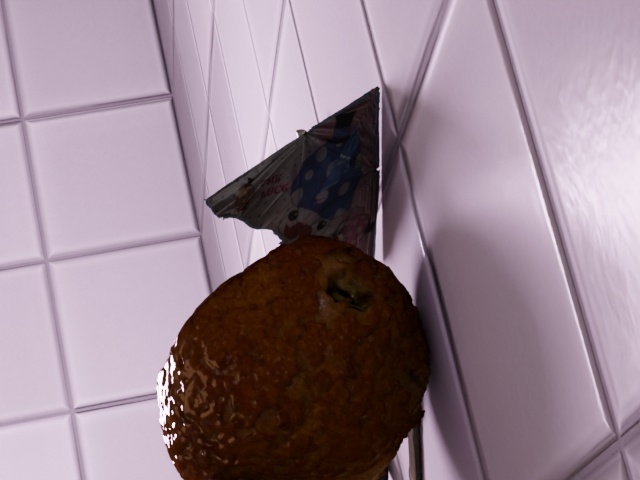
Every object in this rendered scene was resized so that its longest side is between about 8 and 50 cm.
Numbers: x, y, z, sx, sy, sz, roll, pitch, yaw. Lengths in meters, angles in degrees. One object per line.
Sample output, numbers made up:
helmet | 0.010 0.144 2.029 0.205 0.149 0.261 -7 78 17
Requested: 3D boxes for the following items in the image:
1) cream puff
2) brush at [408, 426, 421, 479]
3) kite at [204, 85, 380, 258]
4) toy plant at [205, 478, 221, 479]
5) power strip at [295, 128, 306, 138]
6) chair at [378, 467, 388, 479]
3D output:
cream puff | -0.012 0.154 1.531 0.212 0.303 0.303 44 153 27
brush | 0.092 0.203 1.680 0.034 0.028 0.190 -110 12 -56
kite | -0.017 -0.017 1.580 0.011 0.314 0.335 33 -175 32
toy plant | -0.015 0.375 1.439 0.210 0.356 0.317 -54 1 34
power strip | 0.000 0.000 1.948 0.093 0.053 0.288 -120 23 -69
chair | 0.027 0.193 1.855 0.104 0.095 0.221 -91 -5 -66
